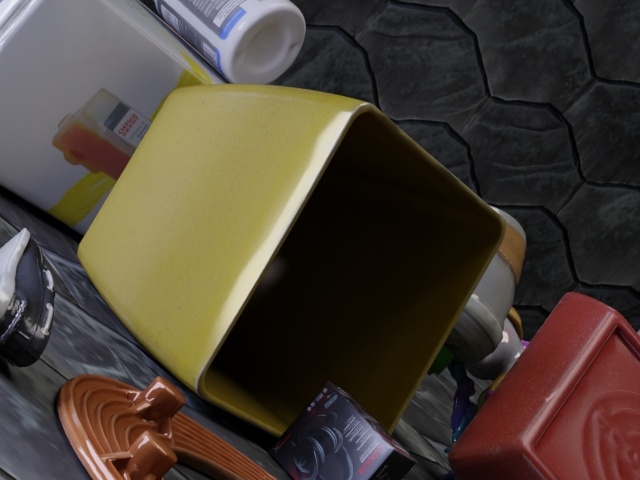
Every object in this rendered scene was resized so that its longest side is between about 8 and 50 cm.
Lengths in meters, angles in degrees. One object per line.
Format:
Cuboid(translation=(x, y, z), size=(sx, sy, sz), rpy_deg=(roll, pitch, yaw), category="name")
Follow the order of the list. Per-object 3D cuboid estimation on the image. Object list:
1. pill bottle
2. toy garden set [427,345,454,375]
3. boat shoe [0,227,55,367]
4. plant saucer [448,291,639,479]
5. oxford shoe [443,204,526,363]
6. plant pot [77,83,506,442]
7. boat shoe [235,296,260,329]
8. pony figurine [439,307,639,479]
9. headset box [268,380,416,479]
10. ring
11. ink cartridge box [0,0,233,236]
Cuboid(translation=(-0.081, -0.186, 1.512), size=(0.137, 0.078, 0.078), rpy_deg=(44, 5, 33), category="pill bottle")
Cuboid(translation=(-0.007, 0.061, 1.720), size=(0.204, 0.049, 0.244), rpy_deg=(40, -12, -7), category="toy garden set")
Cuboid(translation=(-0.153, 0.029, 0.982), size=(0.038, 0.046, 0.125), rpy_deg=(39, 7, -15), category="boat shoe")
Cuboid(translation=(0.248, 0.188, 1.534), size=(0.258, 0.047, 0.259), rpy_deg=(49, 41, -4), category="plant saucer")
Cuboid(translation=(0.014, -0.028, 1.752), size=(0.449, 0.130, 0.169), rpy_deg=(26, -16, 41), category="oxford shoe")
Cuboid(translation=(-0.036, 0.009, 1.333), size=(0.187, 0.212, 0.212), rpy_deg=(27, -6, 40), category="plant pot")
Cuboid(translation=(-0.015, 0.076, 1.513), size=(0.068, 0.072, 0.190), rpy_deg=(7, -24, 37), category="boat shoe")
Cuboid(translation=(0.248, 0.188, 1.740), size=(0.351, 0.303, 0.363), rpy_deg=(26, 26, -26), category="pony figurine")
Cuboid(translation=(0.016, 0.141, 1.242), size=(0.083, 0.062, 0.032), rpy_deg=(44, 6, 40), category="headset box")
Cuboid(translation=(0.005, 0.173, 0.988), size=(0.336, 0.032, 0.336), rpy_deg=(41, 3, -2), category="ring")
Cuboid(translation=(-0.201, -0.131, 1.505), size=(0.279, 0.160, 0.384), rpy_deg=(44, 5, 39), category="ink cartridge box")
